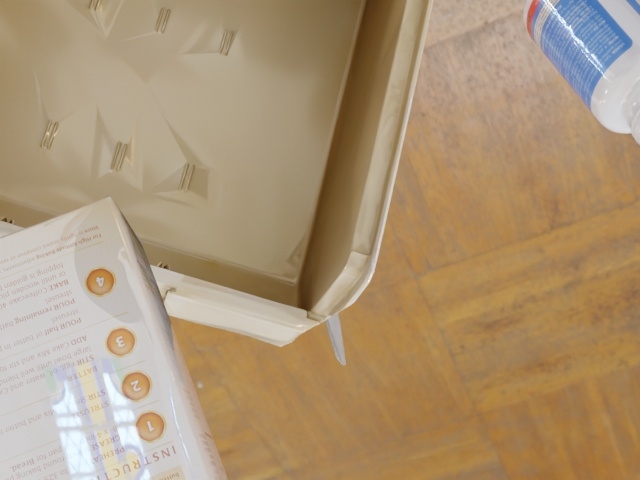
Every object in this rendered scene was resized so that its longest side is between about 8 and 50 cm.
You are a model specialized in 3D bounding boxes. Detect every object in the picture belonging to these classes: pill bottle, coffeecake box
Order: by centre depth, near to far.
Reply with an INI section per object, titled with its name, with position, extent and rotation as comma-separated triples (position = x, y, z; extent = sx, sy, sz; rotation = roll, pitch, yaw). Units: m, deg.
[coffeecake box]
position = -0.108, 0.099, 0.336
extent = 0.142, 0.186, 0.068
rotation = -21, 166, -6
[pill bottle]
position = 0.313, -0.188, 0.933
extent = 0.124, 0.222, 0.124
rotation = -17, 145, -12

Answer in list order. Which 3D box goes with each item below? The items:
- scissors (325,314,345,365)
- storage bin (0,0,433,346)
[scissors]
position = 0.000, 0.000, 1.071
extent = 0.109, 0.297, 0.021
rotation = -18, 156, -27
[storage bin]
position = -0.090, -0.107, 0.481
extent = 0.262, 0.261, 0.123
rotation = 17, 160, -11
